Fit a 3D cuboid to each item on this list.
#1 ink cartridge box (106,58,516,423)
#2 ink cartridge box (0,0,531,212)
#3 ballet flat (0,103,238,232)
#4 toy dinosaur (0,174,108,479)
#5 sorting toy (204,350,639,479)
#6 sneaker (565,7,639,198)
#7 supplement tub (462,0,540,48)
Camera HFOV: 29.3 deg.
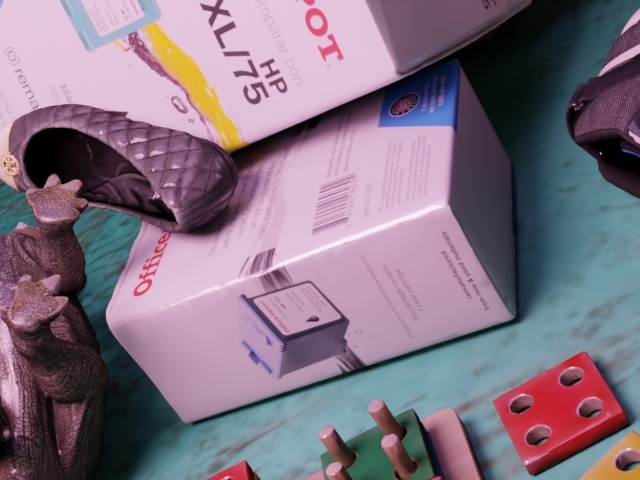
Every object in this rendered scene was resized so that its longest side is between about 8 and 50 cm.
[{"bbox_3d":[0.000,0.000,0.643,0.191,0.082,0.139,-22,30,23],"label":"ink cartridge box"},{"bbox_3d":[-0.057,-0.161,0.718,0.270,0.198,0.197,-19,10,36],"label":"ink cartridge box"},{"bbox_3d":[-0.121,-0.039,0.653,0.173,0.057,0.049,9,31,35],"label":"ballet flat"},{"bbox_3d":[-0.151,0.072,0.632,0.121,0.160,0.313,-19,53,-8],"label":"toy dinosaur"},{"bbox_3d":[0.011,0.122,0.482,0.275,0.046,0.132,-28,29,8],"label":"sorting toy"},{"bbox_3d":[0.210,-0.063,0.553,0.217,0.079,0.121,-5,41,53],"label":"sneaker"},{"bbox_3d":[0.055,-0.173,0.834,0.198,0.106,0.106,-9,36,34],"label":"supplement tub"}]
